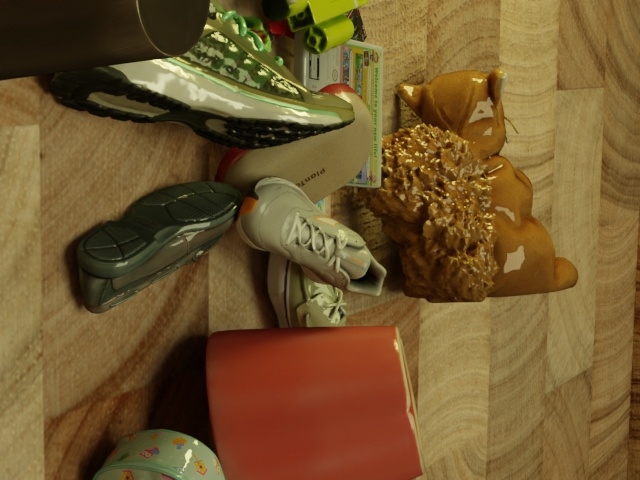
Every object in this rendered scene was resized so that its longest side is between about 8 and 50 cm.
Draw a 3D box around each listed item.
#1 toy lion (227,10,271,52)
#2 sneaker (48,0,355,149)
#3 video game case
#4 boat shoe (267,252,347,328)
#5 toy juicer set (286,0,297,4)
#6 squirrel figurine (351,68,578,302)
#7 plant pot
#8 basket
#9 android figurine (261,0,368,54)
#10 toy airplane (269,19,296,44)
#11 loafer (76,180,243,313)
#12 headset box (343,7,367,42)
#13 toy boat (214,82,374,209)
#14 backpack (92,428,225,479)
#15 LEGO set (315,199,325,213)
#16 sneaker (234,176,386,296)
[{"bbox_3d":[-0.103,-0.252,1.757,0.100,0.096,0.034,-59,142,-39],"label":"toy lion"},{"bbox_3d":[-0.114,-0.218,1.601,0.410,0.158,0.182,11,78,-42],"label":"sneaker"},{"bbox_3d":[0.026,-0.185,1.982,0.193,0.023,0.212,2,89,-52],"label":"video game case"},{"bbox_3d":[-0.005,0.097,1.961,0.109,0.094,0.302,-48,141,-45],"label":"boat shoe"},{"bbox_3d":[-0.159,-0.407,1.654,0.329,0.089,0.209,7,75,-53],"label":"toy juicer set"},{"bbox_3d":[0.226,-0.092,2.216,0.397,0.281,0.370,-7,94,-63],"label":"squirrel figurine"},{"bbox_3d":[0.000,0.225,1.776,0.275,0.243,0.275,-12,90,-86],"label":"plant pot"},{"bbox_3d":[-0.238,-0.247,1.378,0.154,0.227,0.204,52,51,-51],"label":"basket"},{"bbox_3d":[-0.012,-0.384,1.887,0.273,0.056,0.248,-39,112,-56],"label":"android figurine"},{"bbox_3d":[-0.055,-0.340,1.899,0.151,0.028,0.151,-14,106,-58],"label":"toy airplane"},{"bbox_3d":[-0.197,0.004,1.660,0.267,0.096,0.084,-30,140,-49],"label":"loafer"},{"bbox_3d":[0.034,-0.306,2.063,0.083,0.032,0.062,-61,143,-39],"label":"headset box"},{"bbox_3d":[-0.046,-0.132,1.842,0.231,0.151,0.151,-32,146,-6],"label":"toy boat"},{"bbox_3d":[-0.188,0.324,1.630,0.144,0.165,0.188,-44,128,-57],"label":"backpack"},{"bbox_3d":[-0.020,-0.085,1.980,0.182,0.060,0.244,-36,125,-59],"label":"LEGO set"},{"bbox_3d":[0.000,0.000,1.772,0.262,0.121,0.099,30,86,-52],"label":"sneaker"}]
